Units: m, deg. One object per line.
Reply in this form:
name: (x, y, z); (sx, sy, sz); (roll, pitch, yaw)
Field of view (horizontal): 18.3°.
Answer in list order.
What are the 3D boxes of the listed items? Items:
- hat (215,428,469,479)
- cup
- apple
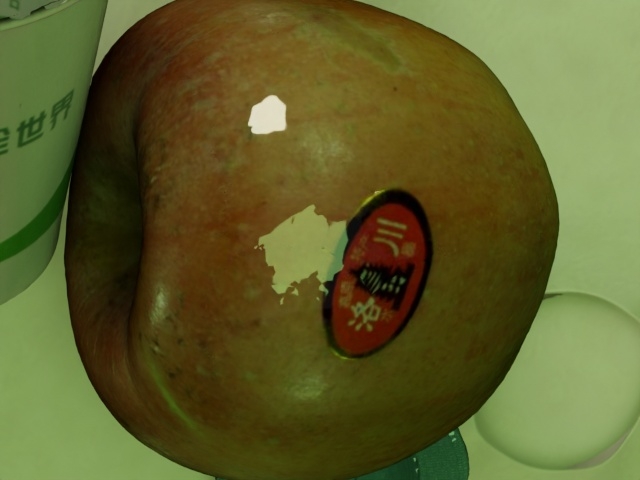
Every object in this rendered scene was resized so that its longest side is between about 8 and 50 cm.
hat: (0.018, 0.162, 1.488); (0.191, 0.078, 0.138); (-15, 104, 10)
cup: (-0.245, -0.106, 1.228); (0.253, 0.253, 0.274); (-3, 134, -13)
apple: (0.000, 0.000, 1.310); (0.305, 0.338, 0.338); (2, 102, -24)
